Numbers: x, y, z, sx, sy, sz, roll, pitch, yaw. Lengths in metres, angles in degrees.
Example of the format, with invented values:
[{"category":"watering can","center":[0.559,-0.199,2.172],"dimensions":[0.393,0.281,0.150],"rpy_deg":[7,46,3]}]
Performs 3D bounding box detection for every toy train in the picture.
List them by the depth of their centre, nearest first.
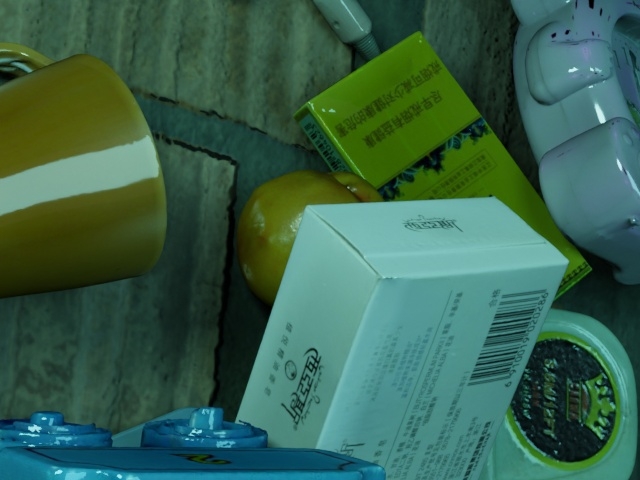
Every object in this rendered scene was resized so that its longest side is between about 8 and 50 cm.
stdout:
[{"category":"toy train","center":[-0.121,0.226,1.429],"dimensions":[0.300,0.265,0.188],"rpy_deg":[4,92,-34]}]

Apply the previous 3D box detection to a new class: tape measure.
[{"category":"tape measure","center":[0.199,0.186,1.789],"dimensions":[0.207,0.115,0.235],"rpy_deg":[12,69,-27]}]

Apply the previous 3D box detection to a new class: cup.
[{"category":"cup","center":[-0.264,-0.048,1.462],"dimensions":[0.264,0.182,0.226],"rpy_deg":[-18,61,-31]}]

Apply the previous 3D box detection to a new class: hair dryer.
[{"category":"hair dryer","center":[0.008,-0.262,1.756],"dimensions":[0.220,0.054,0.195],"rpy_deg":[39,61,-27]}]

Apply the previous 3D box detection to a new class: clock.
[{"category":"clock","center":[0.301,-0.115,1.857],"dimensions":[0.295,0.113,0.322],"rpy_deg":[22,49,-45]}]

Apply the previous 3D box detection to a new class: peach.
[{"category":"peach","center":[0.000,0.000,1.652],"dimensions":[0.138,0.138,0.138],"rpy_deg":[7,79,-36]}]

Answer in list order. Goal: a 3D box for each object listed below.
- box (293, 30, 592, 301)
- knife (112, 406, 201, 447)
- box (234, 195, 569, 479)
[{"category":"box","center":[0.113,-0.043,1.738],"dimensions":[0.153,0.041,0.279],"rpy_deg":[-35,90,-32]},{"category":"knife","center":[-0.201,0.190,1.548],"dimensions":[0.313,0.019,0.044],"rpy_deg":[-19,102,-38]},{"category":"box","center":[0.058,0.106,1.601],"dimensions":[0.203,0.116,0.274],"rpy_deg":[-5,126,-36]}]
